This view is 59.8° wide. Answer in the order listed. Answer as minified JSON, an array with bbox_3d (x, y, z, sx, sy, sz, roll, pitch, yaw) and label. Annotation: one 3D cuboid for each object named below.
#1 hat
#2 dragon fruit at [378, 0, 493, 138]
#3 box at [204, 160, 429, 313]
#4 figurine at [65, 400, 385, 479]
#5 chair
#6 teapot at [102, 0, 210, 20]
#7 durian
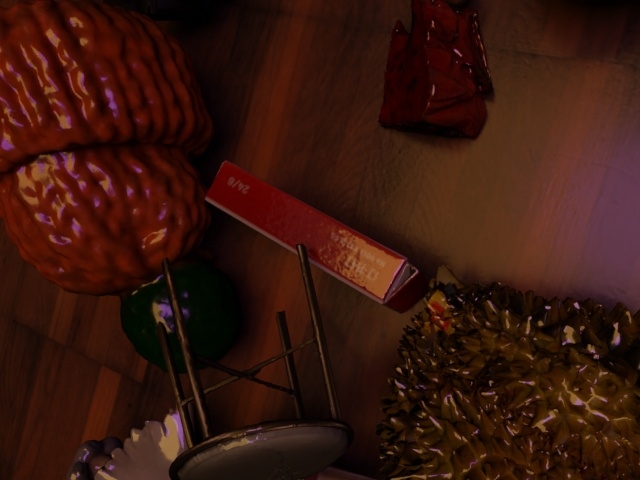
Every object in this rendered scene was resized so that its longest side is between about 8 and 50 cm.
[{"bbox_3d":[-0.249,-0.034,0.625,0.285,0.285,0.400,-10,96,22],"label":"hat"},{"bbox_3d":[0.125,-0.201,0.576,0.092,0.122,0.192,2,84,-17],"label":"dragon fruit"},{"bbox_3d":[0.000,0.001,0.577,0.229,0.123,0.050,30,89,21],"label":"box"},{"bbox_3d":[-0.091,0.277,0.582,0.387,0.166,0.207,-3,90,24],"label":"figurine"},{"bbox_3d":[-0.047,0.178,0.452,0.170,0.160,0.325,112,149,-51],"label":"chair"},{"bbox_3d":[-0.174,-0.293,0.638,0.096,0.177,0.087,37,132,36],"label":"teapot"},{"bbox_3d":[0.175,0.154,0.449,0.293,0.258,0.258,19,95,37],"label":"durian"}]
